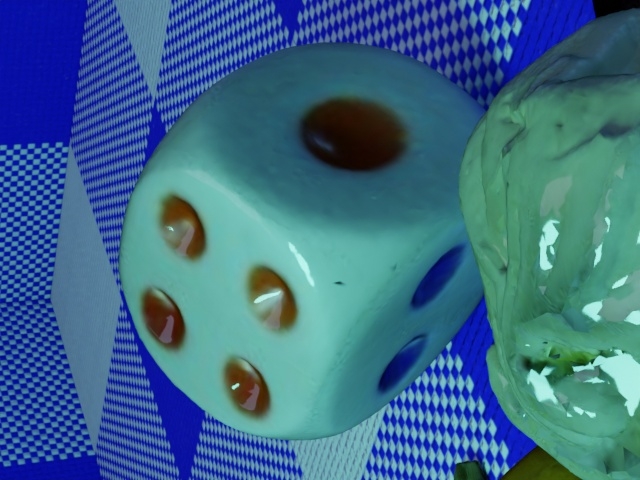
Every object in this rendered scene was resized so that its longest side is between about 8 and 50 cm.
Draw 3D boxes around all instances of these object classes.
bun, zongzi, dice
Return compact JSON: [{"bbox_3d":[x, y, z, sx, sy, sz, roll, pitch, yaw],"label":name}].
[{"bbox_3d":[0.226,0.034,0.897,0.360,0.211,0.359,28,135,33],"label":"bun"},{"bbox_3d":[0.165,0.287,1.618,0.083,0.040,0.076,84,173,-50],"label":"zongzi"},{"bbox_3d":[0.000,0.000,1.485,0.277,0.304,0.304,38,138,18],"label":"dice"}]

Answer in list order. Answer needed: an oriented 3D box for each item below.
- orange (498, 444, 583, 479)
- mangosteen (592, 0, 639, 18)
[{"bbox_3d":[0.216,0.243,1.325,0.124,0.156,0.156,45,144,14],"label":"orange"},{"bbox_3d":[0.287,-0.197,1.001,0.216,0.216,0.216,176,90,-68],"label":"mangosteen"}]
